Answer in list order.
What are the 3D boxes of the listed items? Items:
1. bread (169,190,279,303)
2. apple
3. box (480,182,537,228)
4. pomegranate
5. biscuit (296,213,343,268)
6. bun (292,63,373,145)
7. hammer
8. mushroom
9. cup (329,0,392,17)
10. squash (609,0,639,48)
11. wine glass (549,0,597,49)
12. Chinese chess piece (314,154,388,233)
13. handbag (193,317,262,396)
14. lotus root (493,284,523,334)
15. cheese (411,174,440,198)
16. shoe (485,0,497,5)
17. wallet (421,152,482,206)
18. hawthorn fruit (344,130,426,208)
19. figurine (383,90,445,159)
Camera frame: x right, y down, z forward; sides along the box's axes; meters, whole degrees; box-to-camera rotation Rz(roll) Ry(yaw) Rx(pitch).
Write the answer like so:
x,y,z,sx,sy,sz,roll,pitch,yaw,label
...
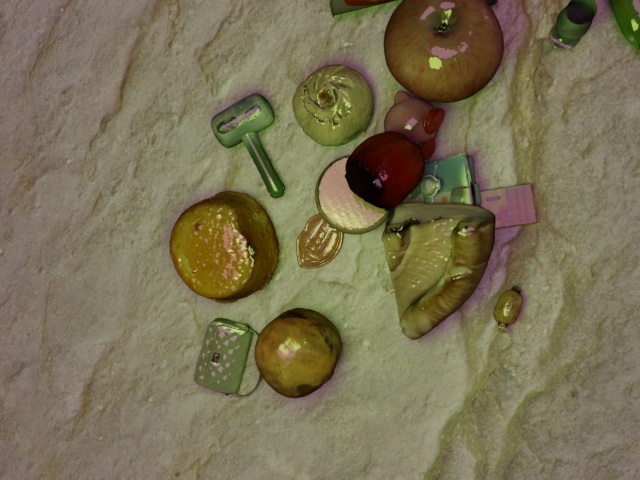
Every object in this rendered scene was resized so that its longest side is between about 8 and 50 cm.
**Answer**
x,y,z,sx,sy,sz,roll,pitch,yaw,label
-0.314,0.018,1.753,0.336,0.204,0.358,-25,83,8,bread
0.343,-0.559,1.536,0.344,0.269,0.345,1,73,-2,apple
0.542,-0.097,1.650,0.193,0.030,0.121,-8,90,13,box
-0.072,0.345,1.678,0.281,0.281,0.281,0,92,12,pomegranate
0.000,0.000,1.773,0.142,0.029,0.221,35,98,9,biscuit
0.039,-0.420,1.692,0.259,0.152,0.260,0,89,12,bun
-0.202,-0.291,1.775,0.206,0.119,0.336,-26,93,12,hammer
0.342,0.095,1.585,0.313,0.224,0.397,0,114,17,mushroom
0.163,-0.792,1.643,0.288,0.203,0.203,-6,90,5,cup
0.861,-0.688,1.529,0.101,0.101,0.379,-18,89,12,squash
0.698,-0.601,1.513,0.092,0.202,0.093,1,93,12,wine glass
0.106,-0.143,1.697,0.249,0.103,0.250,0,87,6,Chinese chess piece
-0.293,0.396,1.827,0.219,0.079,0.256,16,96,8,handbag
0.561,0.208,1.639,0.072,0.063,0.152,16,91,2,lotus root
0.313,-0.160,1.641,0.120,0.026,0.067,-6,90,56,cheese
0.429,-0.713,1.641,0.194,0.074,0.077,14,106,14,shoe
0.391,-0.124,1.644,0.176,0.075,0.251,-8,90,34,wallet
0.192,-0.211,1.541,0.249,0.215,0.215,-41,83,0,hawthorn fruit
0.271,-0.344,1.638,0.173,0.173,0.173,0,92,12,figurine
